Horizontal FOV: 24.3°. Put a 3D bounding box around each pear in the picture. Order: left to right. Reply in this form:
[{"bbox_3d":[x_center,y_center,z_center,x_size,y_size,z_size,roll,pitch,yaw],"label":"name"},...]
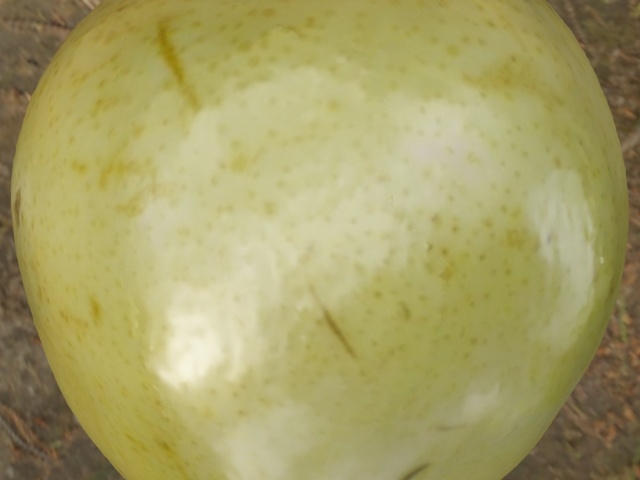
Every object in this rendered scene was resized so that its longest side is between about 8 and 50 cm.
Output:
[{"bbox_3d":[0.000,0.000,0.729,0.309,0.309,0.309,-8,115,-18],"label":"pear"}]
